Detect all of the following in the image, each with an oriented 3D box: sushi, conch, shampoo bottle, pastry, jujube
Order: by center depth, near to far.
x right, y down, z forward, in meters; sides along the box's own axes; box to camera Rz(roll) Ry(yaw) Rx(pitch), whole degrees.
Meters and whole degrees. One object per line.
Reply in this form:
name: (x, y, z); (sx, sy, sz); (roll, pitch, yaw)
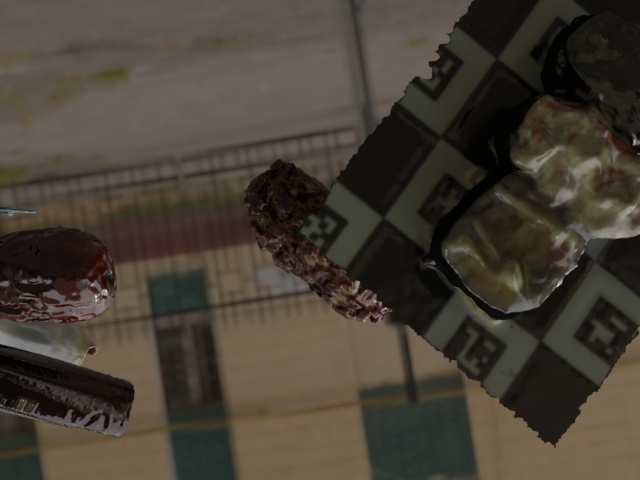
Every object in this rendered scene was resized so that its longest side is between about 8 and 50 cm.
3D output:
jujube: (-0.221, 0.027, 1.363); (0.129, 0.077, 0.077); (0, -178, 26)
sushi: (0.209, -0.062, 1.418); (0.373, 0.296, 0.100); (-51, -171, -12)
shampoo bottle: (-0.304, 0.140, 1.747); (0.236, 0.068, 0.067); (17, -167, -20)
pastry: (0.000, -0.001, 1.812); (0.097, 0.208, 0.115); (-37, 150, -24)
conch: (-0.335, 0.094, 1.886); (0.176, 0.104, 0.094); (31, 154, -31)

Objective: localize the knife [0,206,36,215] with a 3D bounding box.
knife: (-0.334, -0.031, 1.753); (0.096, 0.010, 0.027); (4, -179, 17)
